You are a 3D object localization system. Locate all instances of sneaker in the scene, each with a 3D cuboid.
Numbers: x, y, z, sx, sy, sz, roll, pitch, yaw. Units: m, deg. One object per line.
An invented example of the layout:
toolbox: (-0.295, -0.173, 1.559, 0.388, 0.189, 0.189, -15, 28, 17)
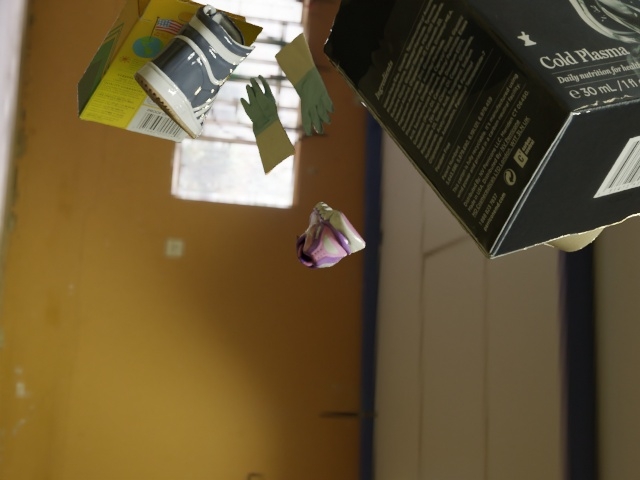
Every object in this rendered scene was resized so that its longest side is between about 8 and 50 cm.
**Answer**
sneaker: (0.000, 0.000, 1.916, 0.104, 0.095, 0.236, -40, -172, -3)
sneaker: (-0.169, -0.238, 1.561, 0.153, 0.099, 0.282, -47, 179, -2)

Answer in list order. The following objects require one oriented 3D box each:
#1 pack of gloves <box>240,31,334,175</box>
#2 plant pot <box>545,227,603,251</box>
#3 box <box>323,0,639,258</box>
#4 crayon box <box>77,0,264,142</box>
pack of gloves: (-0.061, -0.268, 2.199, 0.195, 0.046, 0.232, -37, -124, 26)
plant pot: (0.407, -0.111, 2.061, 0.256, 0.274, 0.256, -47, -164, 18)
box: (0.348, -0.276, 1.709, 0.471, 0.480, 0.297, 53, -39, 30)
crayon box: (-0.256, -0.304, 1.843, 0.318, 0.202, 0.081, -44, -136, 43)
